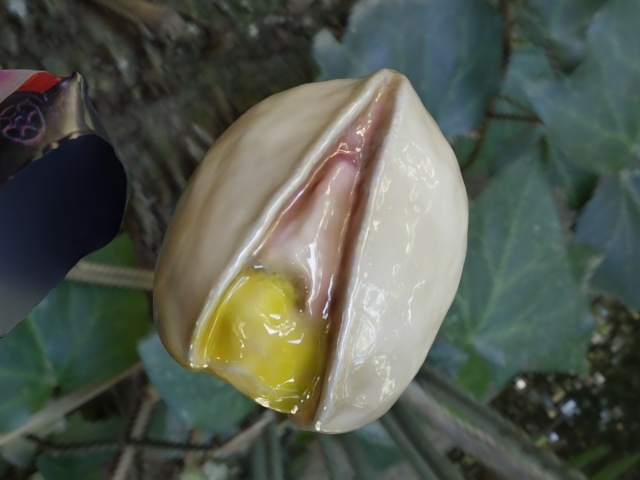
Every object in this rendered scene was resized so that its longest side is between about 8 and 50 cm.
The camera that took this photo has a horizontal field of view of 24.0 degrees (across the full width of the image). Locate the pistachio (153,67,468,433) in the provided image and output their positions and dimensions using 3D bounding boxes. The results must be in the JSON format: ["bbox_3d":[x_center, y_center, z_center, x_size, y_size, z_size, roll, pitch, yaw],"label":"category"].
[{"bbox_3d":[0.000,0.000,1.120,0.309,0.230,0.230,-62,169,-47],"label":"pistachio"}]

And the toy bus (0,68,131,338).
[{"bbox_3d":[-0.276,0.005,1.106,0.302,0.147,0.127,-47,131,-24],"label":"toy bus"}]
